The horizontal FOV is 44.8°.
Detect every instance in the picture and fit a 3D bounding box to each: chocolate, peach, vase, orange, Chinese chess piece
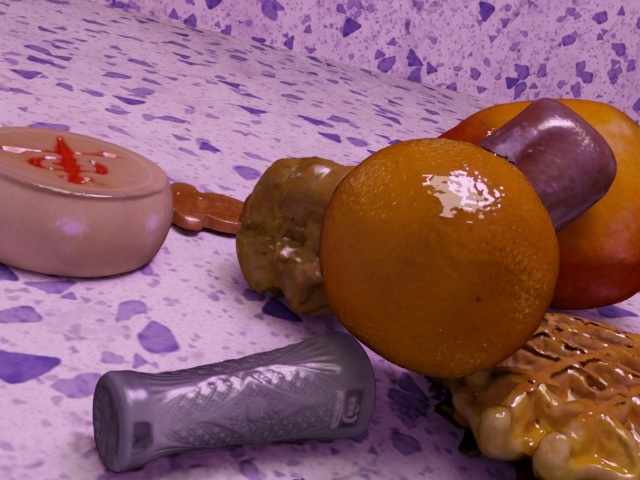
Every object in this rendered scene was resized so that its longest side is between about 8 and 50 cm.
[{"bbox_3d":[0.220,-0.068,0.919,0.161,0.261,0.083,49,0,32],"label":"chocolate"},{"bbox_3d":[0.321,-0.059,1.113,0.373,0.290,0.372,15,54,-22],"label":"peach"},{"bbox_3d":[-0.069,0.131,0.633,0.219,0.096,0.096,-2,28,-34],"label":"vase"},{"bbox_3d":[0.105,0.013,0.713,0.236,0.236,0.236,15,21,-6],"label":"orange"},{"bbox_3d":[-0.296,-0.051,0.900,0.251,0.097,0.251,15,20,-6],"label":"Chinese chess piece"}]

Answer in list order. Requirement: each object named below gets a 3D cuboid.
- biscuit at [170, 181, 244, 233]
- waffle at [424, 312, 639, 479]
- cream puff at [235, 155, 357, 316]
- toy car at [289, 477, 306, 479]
[{"bbox_3d":[-0.170,-0.044,1.076,0.184,0.027,0.133,5,23,-32],"label":"biscuit"},{"bbox_3d":[0.297,0.160,0.797,0.382,0.095,0.379,10,14,-7],"label":"waffle"},{"bbox_3d":[-0.003,-0.002,0.898,0.221,0.194,0.195,8,12,38],"label":"cream puff"},{"bbox_3d":[-0.017,0.209,0.526,0.069,0.055,0.142,1,12,-37],"label":"toy car"}]
